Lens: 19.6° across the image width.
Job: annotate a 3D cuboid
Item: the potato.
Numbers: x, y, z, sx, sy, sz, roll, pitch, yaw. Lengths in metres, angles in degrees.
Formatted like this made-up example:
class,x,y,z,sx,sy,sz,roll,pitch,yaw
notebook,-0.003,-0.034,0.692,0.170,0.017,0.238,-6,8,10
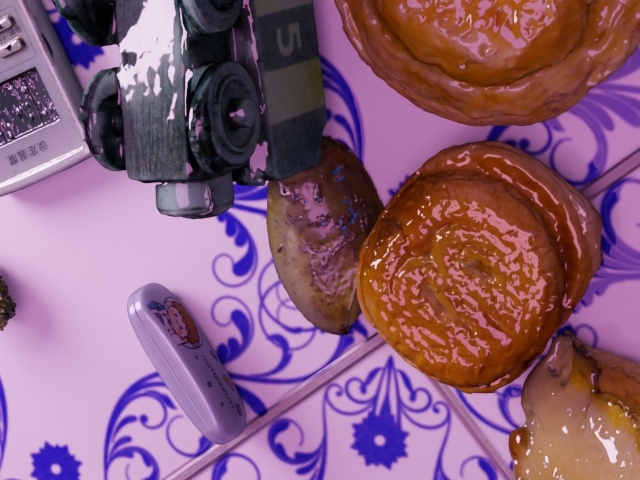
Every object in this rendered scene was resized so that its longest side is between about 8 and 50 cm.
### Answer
class,x,y,z,sx,sy,sz,roll,pitch,yaw
potato,0.000,0.000,1.789,0.119,0.054,0.198,6,106,13

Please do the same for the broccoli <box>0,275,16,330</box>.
class,x,y,z,sx,sy,sz,roll,pitch,yaw
broccoli,-0.366,0.054,1.897,0.095,0.097,0.092,14,66,32

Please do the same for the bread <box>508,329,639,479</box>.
class,x,y,z,sx,sy,sz,roll,pitch,yaw
bread,0.291,0.204,1.715,0.133,0.251,0.174,5,110,-30

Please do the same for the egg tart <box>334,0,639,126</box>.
class,x,y,z,sx,sy,sz,roll,pitch,yaw
egg tart,0.148,-0.243,1.640,0.319,0.128,0.319,4,103,17

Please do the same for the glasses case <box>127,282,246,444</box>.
class,x,y,z,sx,sy,sz,roll,pitch,yaw
glasses case,-0.133,0.123,1.852,0.045,0.067,0.178,-31,93,24

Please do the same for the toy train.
class,x,y,z,sx,sy,sz,roll,pitch,yaw
toy train,-0.110,-0.177,1.676,0.167,0.238,0.299,0,102,29

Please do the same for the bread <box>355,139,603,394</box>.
class,x,y,z,sx,sy,sz,roll,pitch,yaw
bread,0.140,0.026,1.715,0.198,0.120,0.236,37,111,7

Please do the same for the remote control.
class,x,y,z,sx,sy,sz,roll,pitch,yaw
remote control,-0.344,-0.218,1.838,0.145,0.050,0.344,-23,97,21
